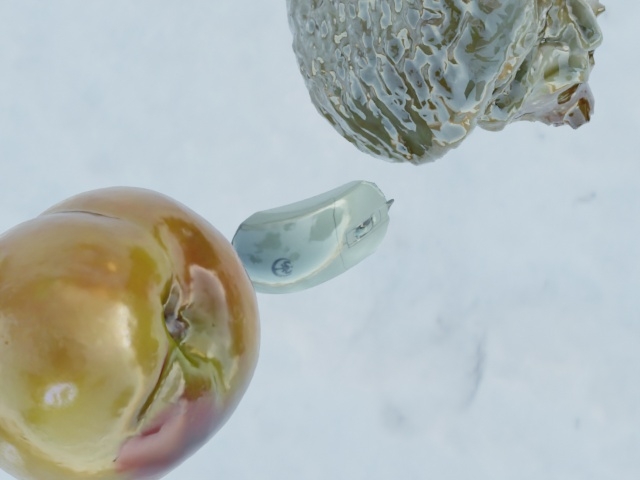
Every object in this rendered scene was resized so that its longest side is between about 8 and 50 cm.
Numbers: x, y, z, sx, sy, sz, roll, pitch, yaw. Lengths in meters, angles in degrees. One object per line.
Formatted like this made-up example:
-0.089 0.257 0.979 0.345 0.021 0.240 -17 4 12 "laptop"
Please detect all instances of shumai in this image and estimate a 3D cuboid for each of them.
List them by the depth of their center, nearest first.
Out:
0.060 -0.095 0.741 0.116 0.145 0.146 -4 121 -36 "shumai"

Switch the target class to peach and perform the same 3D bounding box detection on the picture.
-0.098 0.046 0.799 0.138 0.138 0.138 4 114 9 "peach"

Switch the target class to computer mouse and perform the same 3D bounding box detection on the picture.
0.000 0.000 1.125 0.110 0.032 0.056 -22 123 -16 "computer mouse"
